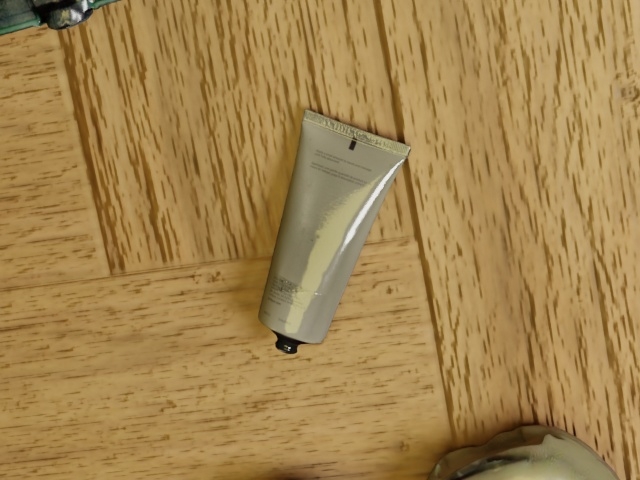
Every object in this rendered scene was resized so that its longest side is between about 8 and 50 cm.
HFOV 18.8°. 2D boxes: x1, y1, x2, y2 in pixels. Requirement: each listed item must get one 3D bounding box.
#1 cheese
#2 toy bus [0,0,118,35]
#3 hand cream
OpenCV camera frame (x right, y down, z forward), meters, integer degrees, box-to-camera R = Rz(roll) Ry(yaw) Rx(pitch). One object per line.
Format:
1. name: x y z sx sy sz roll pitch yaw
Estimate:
1. cheese: 0.186 0.283 1.514 0.163 0.082 0.286 -17 103 17
2. toy bus: -0.136 -0.219 1.408 0.262 0.109 0.091 -12 106 16
3. hand cream: 0.000 0.000 1.482 0.087 0.054 0.186 21 103 9
